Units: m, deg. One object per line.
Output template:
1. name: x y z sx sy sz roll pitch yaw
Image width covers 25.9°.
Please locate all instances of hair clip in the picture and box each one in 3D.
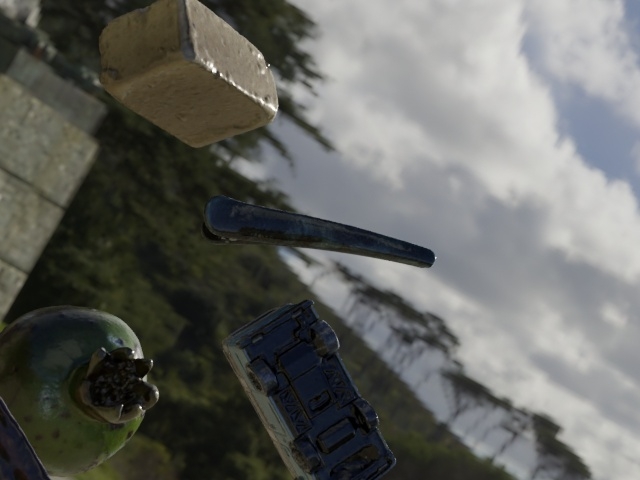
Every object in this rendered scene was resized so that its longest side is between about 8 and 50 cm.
1. hair clip: 0.000 0.000 1.329 0.229 0.039 0.070 11 -14 -4

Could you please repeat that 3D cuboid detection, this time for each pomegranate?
1. pomegranate: -0.315 0.187 1.858 0.306 0.242 0.242 -22 -40 31

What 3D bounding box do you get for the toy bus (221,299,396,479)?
1. toy bus: -0.011 0.103 0.891 0.123 0.060 0.075 62 -20 -10

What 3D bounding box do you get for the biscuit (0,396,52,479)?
1. biscuit: -0.269 0.086 0.935 0.388 0.073 0.107 55 -18 17

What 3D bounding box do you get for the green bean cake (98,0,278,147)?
1. green bean cake: -0.132 -0.169 1.409 0.109 0.085 0.179 -20 -26 25
